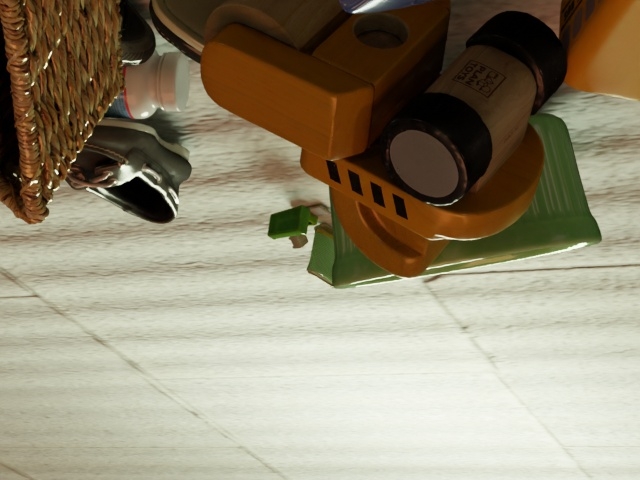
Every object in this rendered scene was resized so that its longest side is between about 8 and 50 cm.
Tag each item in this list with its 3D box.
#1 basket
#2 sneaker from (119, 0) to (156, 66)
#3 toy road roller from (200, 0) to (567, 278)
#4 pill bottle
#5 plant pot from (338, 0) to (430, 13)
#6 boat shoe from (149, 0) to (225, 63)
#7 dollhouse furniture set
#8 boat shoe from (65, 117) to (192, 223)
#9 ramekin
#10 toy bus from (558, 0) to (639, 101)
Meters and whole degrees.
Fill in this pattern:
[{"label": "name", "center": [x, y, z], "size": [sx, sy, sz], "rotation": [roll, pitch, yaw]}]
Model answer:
[{"label": "basket", "center": [-0.320, -0.204, 1.439], "size": [0.213, 0.223, 0.299], "rotation": [14, 136, 10]}, {"label": "sneaker", "center": [-0.236, -0.252, 1.599], "size": [0.106, 0.078, 0.234], "rotation": [-8, 149, 37]}, {"label": "toy road roller", "center": [0.054, -0.112, 1.489], "size": [0.329, 0.202, 0.240], "rotation": [29, 140, 18]}, {"label": "pill bottle", "center": [-0.232, -0.180, 1.746], "size": [0.160, 0.087, 0.087], "rotation": [4, 156, 10]}, {"label": "plant pot", "center": [0.128, -0.316, 1.126], "size": [0.212, 0.236, 0.236], "rotation": [-8, 167, -36]}, {"label": "boat shoe", "center": [-0.043, -0.180, 1.641], "size": [0.340, 0.127, 0.113], "rotation": [12, 146, -32]}, {"label": "dollhouse furniture set", "center": [0.000, 0.000, 2.089], "size": [0.058, 0.076, 0.151], "rotation": [-11, 149, 38]}, {"label": "boat shoe", "center": [-0.235, -0.081, 1.833], "size": [0.112, 0.095, 0.335], "rotation": [0, 175, 17]}, {"label": "ramekin", "center": [0.151, -0.044, 1.738], "size": [0.303, 0.148, 0.303], "rotation": [-10, 176, -1]}, {"label": "toy bus", "center": [0.309, -0.257, 1.349], "size": [0.108, 0.130, 0.333], "rotation": [11, 156, -8]}]
